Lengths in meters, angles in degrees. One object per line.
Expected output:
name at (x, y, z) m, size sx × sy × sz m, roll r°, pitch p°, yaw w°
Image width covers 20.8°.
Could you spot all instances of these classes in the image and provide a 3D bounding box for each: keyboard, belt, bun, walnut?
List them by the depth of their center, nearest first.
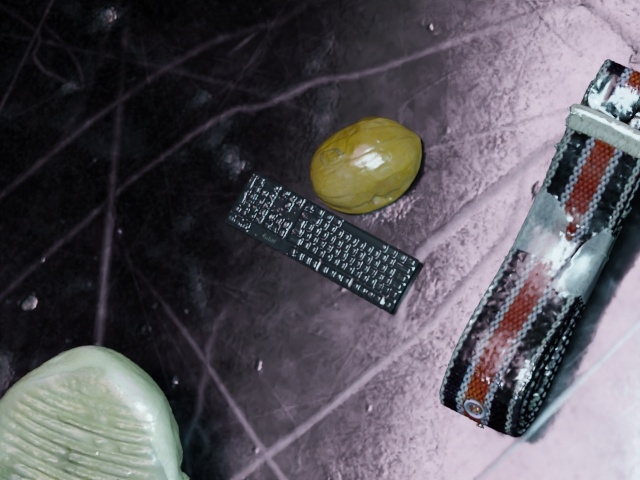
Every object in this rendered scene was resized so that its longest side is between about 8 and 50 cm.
belt at (0.223, 0.010, 1.617) m, size 0.094 × 0.126 × 0.359 m, roll 26°, pitch 94°, yaw 11°
bun at (-0.223, 0.218, 1.715) m, size 0.210 × 0.116 × 0.237 m, roll 5°, pitch 95°, yaw 16°
walnut at (0.040, -0.077, 1.723) m, size 0.121 × 0.052 × 0.091 m, roll -27°, pitch 75°, yaw 13°
keyboard at (0.000, 0.000, 1.740) m, size 0.204 × 0.013 × 0.061 m, roll 29°, pitch 88°, yaw 21°
